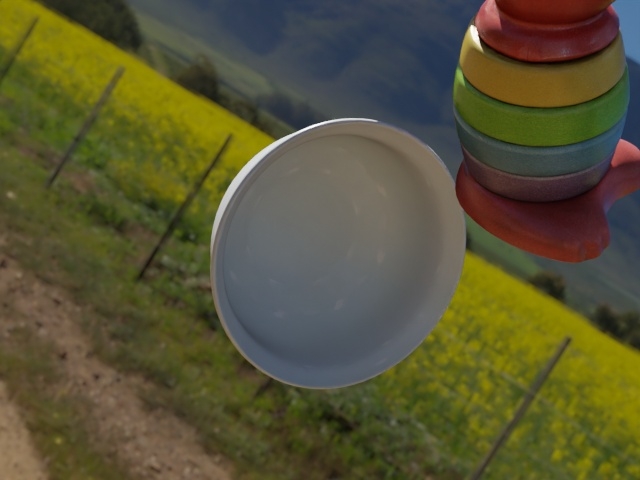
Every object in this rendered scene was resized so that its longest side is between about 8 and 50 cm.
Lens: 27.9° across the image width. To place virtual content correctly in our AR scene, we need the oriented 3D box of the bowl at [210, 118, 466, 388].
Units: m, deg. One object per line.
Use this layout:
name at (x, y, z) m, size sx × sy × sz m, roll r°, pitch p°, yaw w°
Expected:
bowl at (0.000, 0.000, 1.402) m, size 0.298 × 0.298 × 0.134 m, roll 30°, pitch 3°, yaw -30°

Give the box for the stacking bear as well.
stacking bear at (0.195, -0.155, 1.101) m, size 0.164 × 0.175 × 0.289 m, roll 17°, pitch -47°, yaw 24°
